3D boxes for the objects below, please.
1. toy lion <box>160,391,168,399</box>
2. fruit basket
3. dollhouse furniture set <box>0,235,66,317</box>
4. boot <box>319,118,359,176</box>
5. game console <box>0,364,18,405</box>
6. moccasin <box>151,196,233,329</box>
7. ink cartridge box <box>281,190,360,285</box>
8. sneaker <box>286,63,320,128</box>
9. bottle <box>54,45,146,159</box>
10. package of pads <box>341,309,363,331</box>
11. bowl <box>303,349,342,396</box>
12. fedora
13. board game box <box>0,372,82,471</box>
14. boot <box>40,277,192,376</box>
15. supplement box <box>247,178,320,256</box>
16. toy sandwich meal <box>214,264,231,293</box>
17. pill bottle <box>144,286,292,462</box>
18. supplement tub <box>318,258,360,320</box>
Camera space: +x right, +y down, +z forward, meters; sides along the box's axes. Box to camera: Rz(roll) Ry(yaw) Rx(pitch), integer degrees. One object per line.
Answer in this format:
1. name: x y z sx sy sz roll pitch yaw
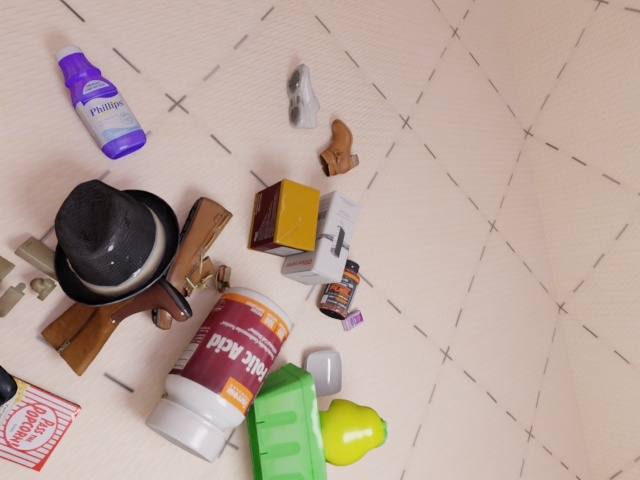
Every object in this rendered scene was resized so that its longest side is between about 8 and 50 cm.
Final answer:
1. toy lion: -0.366 0.427 1.166 0.100 0.034 0.096 55 50 -15
2. fruit basket: -0.012 0.546 1.235 0.391 0.283 0.393 3 82 -20
3. dollhouse furniture set: -0.698 0.091 0.989 0.144 0.123 0.151 42 26 -22
4. boot: 0.051 -0.337 1.571 0.152 0.072 0.197 -27 95 -31
5. game console: -0.722 0.351 0.792 0.361 0.044 0.213 -34 114 0
6. moccasin: -0.348 0.067 1.186 0.146 0.139 0.381 28 57 -19
7. ink cartridge box: 0.000 0.000 1.395 0.114 0.196 0.273 28 67 -29
8. sneaker: -0.052 -0.503 1.526 0.115 0.090 0.233 1 90 -42
9. bottle: -0.574 -0.356 1.115 0.118 0.092 0.283 -36 103 -33
10. package of pads: 0.113 0.285 1.527 0.083 0.031 0.050 -21 97 -36
11. bowl: 0.002 0.433 1.410 0.141 0.053 0.142 6 79 -35
12. fedora: -0.490 -0.025 0.978 0.333 0.153 0.335 -3 56 4
13. board game box: -0.664 0.396 0.948 0.193 0.045 0.147 38 62 -24
14. boot: -0.469 0.188 0.992 0.264 0.096 0.281 35 74 12
15. supplement box: -0.115 -0.062 1.326 0.128 0.194 0.192 15 74 -32
16. toy sandwich meal: -0.281 0.113 1.256 0.085 0.029 0.086 0 90 -78
17. pill bottle: -0.255 0.336 1.117 0.224 0.224 0.392 44 54 -21
18. supplement tub: 0.072 0.165 1.475 0.106 0.106 0.198 34 63 -26
